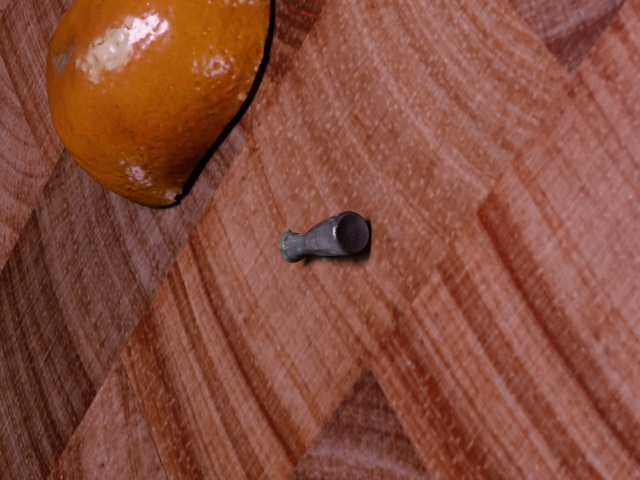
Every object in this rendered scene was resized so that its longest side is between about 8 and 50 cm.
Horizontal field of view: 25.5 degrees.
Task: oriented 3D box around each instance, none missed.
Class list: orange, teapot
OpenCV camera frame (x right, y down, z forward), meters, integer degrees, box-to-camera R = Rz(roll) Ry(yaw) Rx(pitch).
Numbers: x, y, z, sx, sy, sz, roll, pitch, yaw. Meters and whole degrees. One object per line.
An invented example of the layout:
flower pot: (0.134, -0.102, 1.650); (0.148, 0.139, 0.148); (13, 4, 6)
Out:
orange: (-0.186, -0.190, 1.606); (0.310, 0.274, 0.274); (97, 160, -58)
teapot: (0.000, 0.000, 1.356); (0.111, 0.043, 0.042); (-13, 72, 56)
